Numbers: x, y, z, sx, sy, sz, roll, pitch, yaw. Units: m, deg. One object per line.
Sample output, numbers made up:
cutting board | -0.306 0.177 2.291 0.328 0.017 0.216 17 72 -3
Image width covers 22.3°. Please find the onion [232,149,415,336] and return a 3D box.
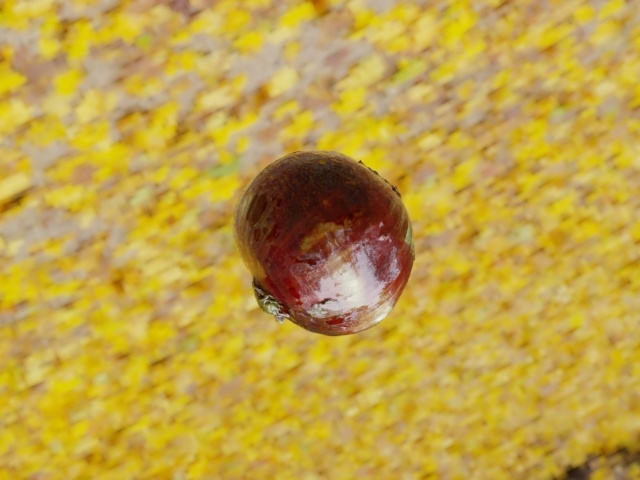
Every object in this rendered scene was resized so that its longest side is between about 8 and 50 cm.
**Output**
onion | 0.000 0.000 0.969 0.118 0.117 0.118 -50 164 -21
